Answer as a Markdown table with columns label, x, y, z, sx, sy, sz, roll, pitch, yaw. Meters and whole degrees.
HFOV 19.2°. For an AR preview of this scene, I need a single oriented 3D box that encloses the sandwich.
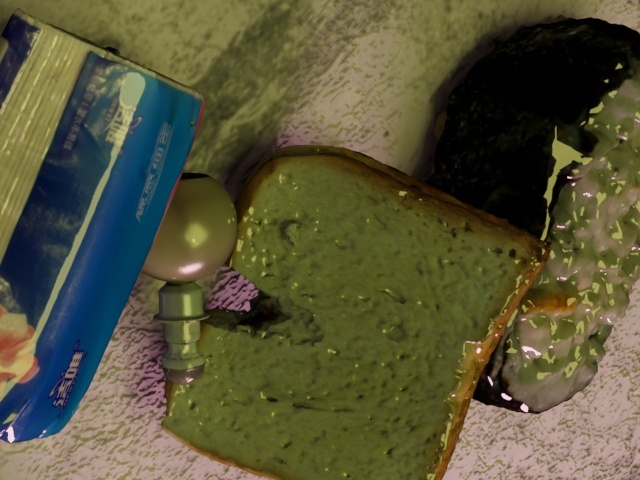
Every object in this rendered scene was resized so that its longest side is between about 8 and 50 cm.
| label | x | y | z | sx | sy | sz | roll | pitch | yaw |
| --- | --- | --- | --- | --- | --- | --- | --- | --- | --- |
| sandwich | 0.021 | 0.073 | 1.498 | 0.095 | 0.249 | 0.273 | -21 | 134 | -80 |

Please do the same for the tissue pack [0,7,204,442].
| label | x | y | z | sx | sy | sz | roll | pitch | yaw |
| --- | --- | --- | --- | --- | --- | --- | --- | --- | --- |
| tissue pack | -0.189 | -0.005 | 1.294 | 0.269 | 0.137 | 0.209 | -64 | 172 | 1 |

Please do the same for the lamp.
| label | x | y | z | sx | sy | sz | roll | pitch | yaw |
| --- | --- | --- | --- | --- | --- | --- | --- | --- | --- |
| lamp | -0.108 | 0.030 | 1.444 | 0.091 | 0.091 | 0.163 | -9 | 103 | -37 |

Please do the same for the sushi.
| label | x | y | z | sx | sy | sz | roll | pitch | yaw |
| --- | --- | --- | --- | --- | --- | --- | --- | --- | --- |
| sushi | 0.191 | -0.026 | 1.630 | 0.211 | 0.171 | 0.350 | 16 | 99 | -45 |
